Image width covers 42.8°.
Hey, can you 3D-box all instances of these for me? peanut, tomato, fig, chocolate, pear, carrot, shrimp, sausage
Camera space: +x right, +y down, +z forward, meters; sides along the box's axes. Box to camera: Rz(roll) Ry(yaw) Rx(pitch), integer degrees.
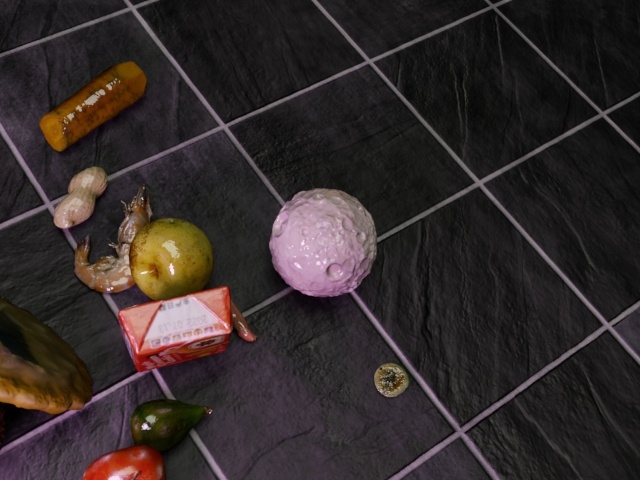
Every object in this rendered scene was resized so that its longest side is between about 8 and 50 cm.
[{"bbox_3d":[-0.580,-0.103,1.973,0.082,0.082,0.187,18,59,2],"label":"peanut"},{"bbox_3d":[-0.384,0.484,1.600,0.187,0.187,0.151,17,19,1],"label":"tomato"},{"bbox_3d":[-0.314,0.378,1.715,0.178,0.117,0.117,-17,62,-37],"label":"fig"},{"bbox_3d":[-0.306,0.194,1.750,0.235,0.237,0.108,-11,75,-16],"label":"chocolate"},{"bbox_3d":[-0.332,0.042,1.861,0.197,0.197,0.197,4,59,-7],"label":"pear"},{"bbox_3d":[-0.581,-0.354,2.106,0.114,0.114,0.302,39,61,14],"label":"carrot"},{"bbox_3d":[-0.493,-0.011,1.947,0.169,0.058,0.296,6,62,-3],"label":"shrimp"},{"bbox_3d":[-0.200,0.172,1.891,0.042,0.036,0.158,-26,67,-33],"label":"sausage"}]

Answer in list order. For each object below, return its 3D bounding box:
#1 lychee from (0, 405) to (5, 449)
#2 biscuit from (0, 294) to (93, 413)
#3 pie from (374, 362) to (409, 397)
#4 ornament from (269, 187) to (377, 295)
[{"bbox_3d":[-0.750,0.343,1.546,0.306,0.306,0.330,-6,54,-13],"label":"lychee"},{"bbox_3d":[-0.609,0.218,1.656,0.335,0.329,0.078,43,96,24],"label":"biscuit"},{"bbox_3d":[0.161,0.320,1.871,0.084,0.021,0.084,5,58,-7],"label":"pie"},{"bbox_3d":[0.000,0.000,1.897,0.225,0.259,0.259,21,53,-29],"label":"ornament"}]
